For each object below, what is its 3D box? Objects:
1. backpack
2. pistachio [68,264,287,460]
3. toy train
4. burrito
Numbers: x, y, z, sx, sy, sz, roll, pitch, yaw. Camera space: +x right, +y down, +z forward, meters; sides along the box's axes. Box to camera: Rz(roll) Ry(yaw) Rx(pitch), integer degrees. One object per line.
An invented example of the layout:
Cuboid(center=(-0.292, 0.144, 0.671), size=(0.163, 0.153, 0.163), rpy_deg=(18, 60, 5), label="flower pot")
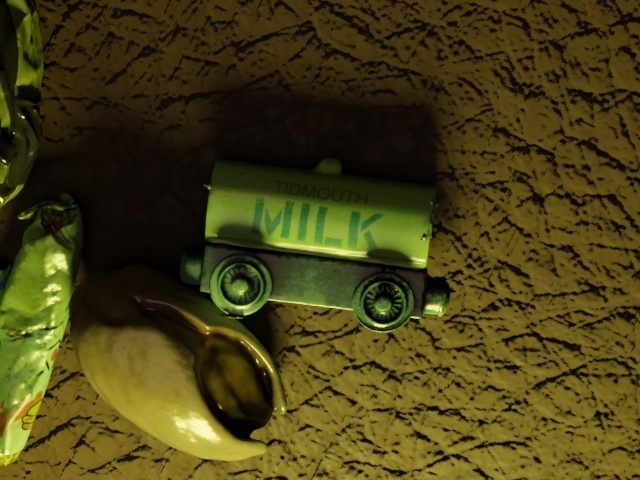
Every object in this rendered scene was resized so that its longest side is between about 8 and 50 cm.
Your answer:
Cuboid(center=(-0.354, -0.153, 1.509), size=(0.207, 0.140, 0.253), rpy_deg=(9, 106, 2), label="backpack")
Cuboid(center=(-0.139, 0.119, 1.574), size=(0.238, 0.153, 0.137), rpy_deg=(35, 67, -7), label="pistachio")
Cuboid(center=(0.000, 0.000, 1.546), size=(0.253, 0.105, 0.157), rpy_deg=(8, 93, 4), label="toy train")
Cuboid(center=(-0.303, 0.082, 1.621), size=(0.104, 0.054, 0.288), rpy_deg=(21, 109, 2), label="burrito")
